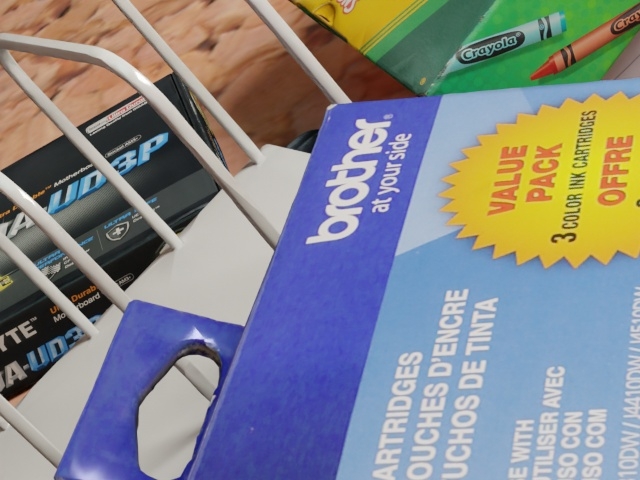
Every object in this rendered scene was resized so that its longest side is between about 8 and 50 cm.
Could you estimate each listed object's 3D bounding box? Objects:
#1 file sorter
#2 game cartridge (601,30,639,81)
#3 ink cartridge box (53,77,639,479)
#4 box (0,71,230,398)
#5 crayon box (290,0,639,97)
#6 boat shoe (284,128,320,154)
[{"bbox_3d":[-0.115,0.016,0.778,0.278,0.173,0.193,-47,26,-13],"label":"file sorter"},{"bbox_3d":[0.171,-0.178,0.945,0.294,0.060,0.196,-51,26,10],"label":"game cartridge"},{"bbox_3d":[0.116,0.071,0.580,0.395,0.151,0.270,-5,36,18],"label":"ink cartridge box"},{"bbox_3d":[-0.155,0.002,1.043,0.220,0.051,0.175,-29,33,3],"label":"box"},{"bbox_3d":[0.076,-0.163,0.935,0.165,0.081,0.278,-53,30,5],"label":"crayon box"},{"bbox_3d":[0.000,0.000,0.925,0.083,0.065,0.183,-13,33,39],"label":"boat shoe"}]
